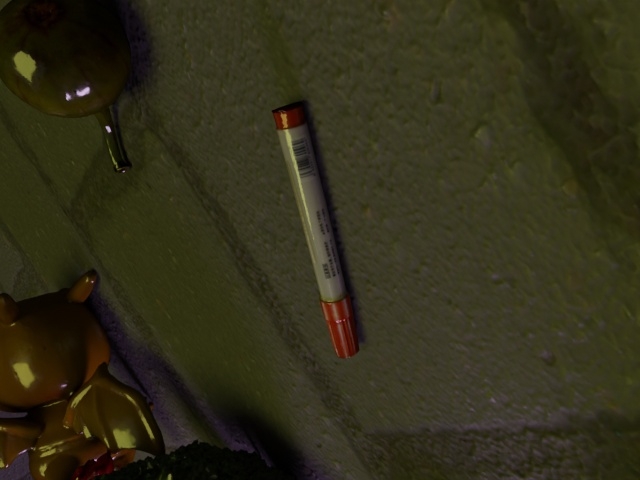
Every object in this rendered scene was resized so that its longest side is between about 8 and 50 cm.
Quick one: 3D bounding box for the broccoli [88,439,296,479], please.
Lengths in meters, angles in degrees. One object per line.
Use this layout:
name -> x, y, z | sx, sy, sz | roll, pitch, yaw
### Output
broccoli -> -0.139, 0.460, 0.725 | 0.353, 0.275, 0.396 | -39, 68, 34

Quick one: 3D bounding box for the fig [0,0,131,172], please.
fig -> -0.244, -0.155, 0.587 | 0.124, 0.124, 0.236 | 41, 163, 19

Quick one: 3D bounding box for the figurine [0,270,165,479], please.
figurine -> -0.439, 0.270, 0.969 | 0.401, 0.268, 0.386 | -19, 85, 18

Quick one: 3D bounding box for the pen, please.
pen -> 0.000, 0.000, 0.477 | 0.028, 0.028, 0.239 | 10, 123, 43
